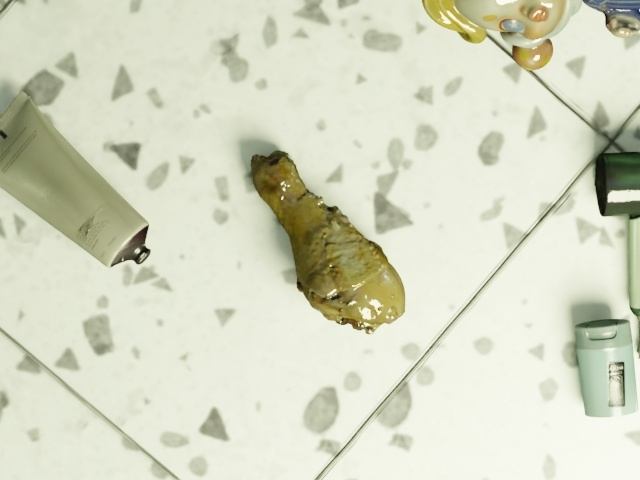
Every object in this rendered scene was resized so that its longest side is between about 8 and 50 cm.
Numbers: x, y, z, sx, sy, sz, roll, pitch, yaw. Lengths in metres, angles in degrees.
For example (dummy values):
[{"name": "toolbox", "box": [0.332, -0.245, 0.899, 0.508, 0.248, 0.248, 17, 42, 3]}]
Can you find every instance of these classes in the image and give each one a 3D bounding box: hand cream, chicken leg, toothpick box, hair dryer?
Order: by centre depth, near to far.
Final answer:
[{"name": "chicken leg", "box": [0.000, 0.000, 1.668, 0.085, 0.069, 0.198, -35, 86, -1]}, {"name": "hand cream", "box": [-0.229, -0.044, 1.670, 0.186, 0.054, 0.087, 41, 96, 3]}, {"name": "toothpick box", "box": [0.262, 0.116, 1.686, 0.052, 0.052, 0.083, -7, 94, -1]}, {"name": "hair dryer", "box": [0.303, 0.015, 1.689, 0.100, 0.057, 0.197, -1, 102, -1]}]

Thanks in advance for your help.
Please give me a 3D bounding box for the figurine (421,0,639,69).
[{"name": "figurine", "box": [0.226, -0.249, 1.616, 0.274, 0.194, 0.133, -12, 51, 15]}]
